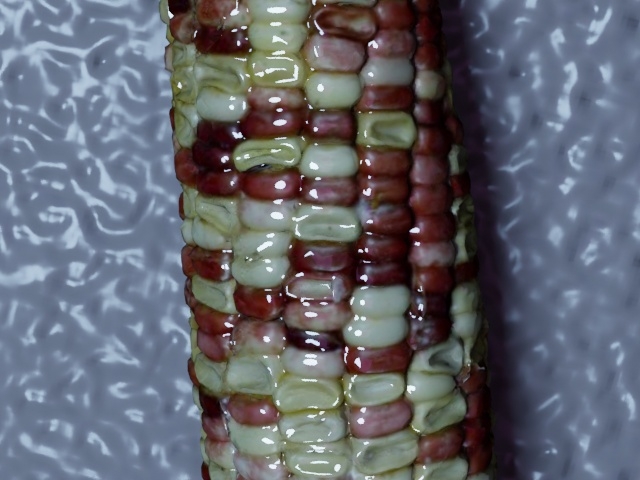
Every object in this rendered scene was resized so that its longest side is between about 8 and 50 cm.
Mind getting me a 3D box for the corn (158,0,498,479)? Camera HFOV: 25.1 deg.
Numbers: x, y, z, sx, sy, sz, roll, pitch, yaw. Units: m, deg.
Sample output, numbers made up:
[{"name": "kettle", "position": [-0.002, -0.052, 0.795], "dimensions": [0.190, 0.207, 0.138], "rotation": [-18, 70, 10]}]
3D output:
[{"name": "corn", "position": [0.000, 0.000, 0.451], "dimensions": [0.098, 0.098, 0.289], "rotation": [-7, 99, 4]}]
